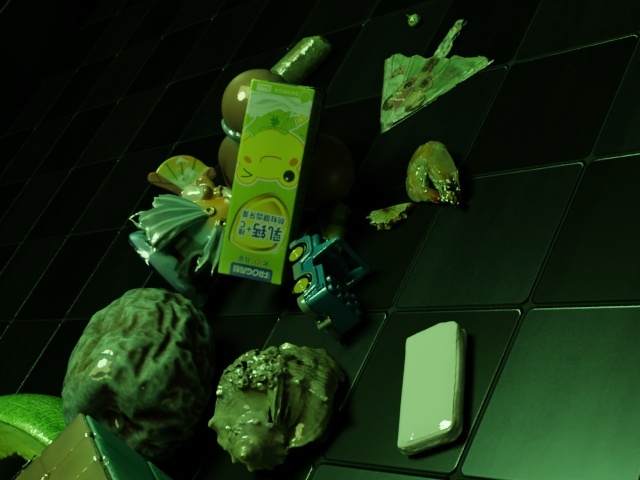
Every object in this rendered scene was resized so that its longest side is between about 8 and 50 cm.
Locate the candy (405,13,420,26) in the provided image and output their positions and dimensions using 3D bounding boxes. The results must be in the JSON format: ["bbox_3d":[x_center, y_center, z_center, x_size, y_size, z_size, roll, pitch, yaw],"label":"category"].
[{"bbox_3d":[0.178,-0.437,2.189,0.023,0.025,0.083,0,23,-6],"label":"candy"}]

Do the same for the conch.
[{"bbox_3d":[-0.056,0.219,1.588,0.178,0.163,0.245,5,31,16],"label":"conch"}]

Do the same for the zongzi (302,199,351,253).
[{"bbox_3d":[0.000,0.000,1.842,0.113,0.052,0.104,-37,27,36],"label":"zongzi"}]

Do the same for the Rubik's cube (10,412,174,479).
[{"bbox_3d":[-0.305,0.416,1.534,0.221,0.231,0.224,-47,27,-4],"label":"Rubik's cube"}]

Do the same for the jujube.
[{"bbox_3d":[-0.279,0.207,1.764,0.226,0.226,0.317,-33,18,21],"label":"jujube"}]

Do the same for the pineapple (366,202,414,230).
[{"bbox_3d":[0.107,-0.036,1.777,0.083,0.019,0.045,-11,41,41],"label":"pineapple"}]

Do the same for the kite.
[{"bbox_3d":[0.183,-0.298,2.013,0.268,0.013,0.323,-53,30,-11],"label":"kite"}]

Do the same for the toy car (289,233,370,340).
[{"bbox_3d":[0.018,0.058,1.695,0.100,0.097,0.191,-37,31,16],"label":"toy car"}]

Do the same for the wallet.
[{"bbox_3d":[0.145,0.185,1.439,0.095,0.033,0.190,-23,37,32],"label":"wallet"}]

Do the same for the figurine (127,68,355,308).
[{"bbox_3d":[-0.148,-0.082,1.947,0.388,0.277,0.248,-42,-4,1],"label":"figurine"}]

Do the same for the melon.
[{"bbox_3d":[-0.475,0.340,1.965,0.323,0.196,0.124,2,89,44],"label":"melon"}]

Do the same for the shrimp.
[{"bbox_3d":[0.180,-0.094,1.739,0.101,0.042,0.190,-61,26,16],"label":"shrimp"}]

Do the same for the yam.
[{"bbox_3d":[-0.043,-0.374,2.343,0.146,0.070,0.070,-44,29,8],"label":"yam"}]

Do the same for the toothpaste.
[{"bbox_3d":[-0.077,-0.094,1.790,0.077,0.110,0.327,-9,-71,-78],"label":"toothpaste"}]
